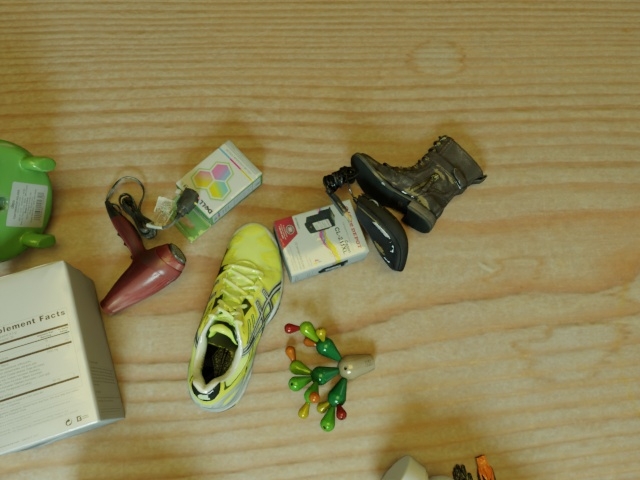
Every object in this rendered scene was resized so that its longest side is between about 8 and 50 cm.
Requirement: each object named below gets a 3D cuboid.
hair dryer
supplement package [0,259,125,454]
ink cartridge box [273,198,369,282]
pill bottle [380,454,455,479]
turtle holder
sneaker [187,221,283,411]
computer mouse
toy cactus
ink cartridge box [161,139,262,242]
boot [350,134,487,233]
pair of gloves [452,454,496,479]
[{"bbox_3d":[-0.372,0.017,1.125,0.223,0.080,0.294,9,72,25],"label":"hair dryer"},{"bbox_3d":[-0.496,0.213,0.992,0.175,0.177,0.293,-16,75,-10],"label":"supplement package"},{"bbox_3d":[0.000,0.000,1.160,0.175,0.072,0.128,-18,75,-10],"label":"ink cartridge box"},{"bbox_3d":[0.237,0.538,0.974,0.301,0.169,0.169,40,74,7],"label":"pill bottle"},{"bbox_3d":[-0.676,-0.067,1.005,0.227,0.244,0.320,12,33,18],"label":"turtle holder"},{"bbox_3d":[-0.157,0.140,1.064,0.145,0.147,0.385,11,72,-1],"label":"sneaker"},{"bbox_3d":[0.107,-0.049,1.120,0.060,0.184,0.262,-32,87,24],"label":"computer mouse"},{"bbox_3d":[0.023,0.257,1.081,0.180,0.112,0.219,-10,66,-19],"label":"toy cactus"},{"bbox_3d":[-0.237,-0.107,1.173,0.209,0.062,0.109,-42,82,-15],"label":"ink cartridge box"},{"bbox_3d":[0.223,-0.162,1.234,0.263,0.091,0.229,41,69,3],"label":"boot"},{"bbox_3d":[0.308,0.475,1.082,0.083,0.010,0.074,-17,77,-7],"label":"pair of gloves"}]
